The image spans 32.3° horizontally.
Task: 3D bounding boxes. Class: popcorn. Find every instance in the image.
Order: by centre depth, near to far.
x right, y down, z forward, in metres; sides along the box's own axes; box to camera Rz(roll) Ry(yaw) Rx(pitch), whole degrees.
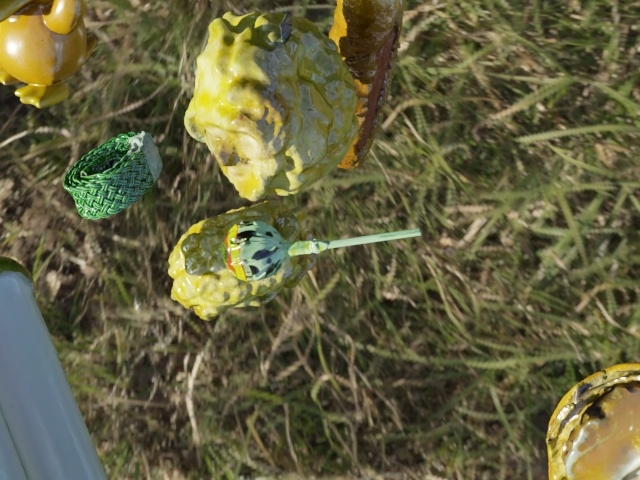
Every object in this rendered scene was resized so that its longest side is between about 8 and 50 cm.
[{"bbox_3d":[-0.044,-0.128,0.991,0.173,0.142,0.173,-2,94,-24],"label":"popcorn"},{"bbox_3d":[-0.114,0.024,1.873,0.286,0.225,0.173,-19,89,-35],"label":"popcorn"}]

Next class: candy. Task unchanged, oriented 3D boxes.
[{"bbox_3d":[0.000,0.000,1.644,0.305,0.083,0.091,-9,82,13],"label":"candy"}]

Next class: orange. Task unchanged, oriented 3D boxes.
[{"bbox_3d":[0.254,0.173,0.878,0.160,0.112,0.170,39,125,3],"label":"orange"}]

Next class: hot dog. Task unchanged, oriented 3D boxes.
[{"bbox_3d":[0.032,-0.172,1.142,0.061,0.286,0.088,-33,63,-27],"label":"hot dog"}]

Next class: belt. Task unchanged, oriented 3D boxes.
[{"bbox_3d":[-0.285,-0.087,1.559,0.121,0.151,0.079,-1,128,35],"label":"belt"}]

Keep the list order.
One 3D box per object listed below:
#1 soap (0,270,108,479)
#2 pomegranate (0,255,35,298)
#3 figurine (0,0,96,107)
[{"bbox_3d":[-0.174,0.171,0.508,0.173,0.095,0.289,-32,70,13],"label":"soap"},{"bbox_3d":[-0.471,0.075,1.627,0.114,0.142,0.114,5,79,-25],"label":"pomegranate"},{"bbox_3d":[-0.436,-0.343,1.703,0.215,0.215,0.228,-16,137,-2],"label":"figurine"}]
